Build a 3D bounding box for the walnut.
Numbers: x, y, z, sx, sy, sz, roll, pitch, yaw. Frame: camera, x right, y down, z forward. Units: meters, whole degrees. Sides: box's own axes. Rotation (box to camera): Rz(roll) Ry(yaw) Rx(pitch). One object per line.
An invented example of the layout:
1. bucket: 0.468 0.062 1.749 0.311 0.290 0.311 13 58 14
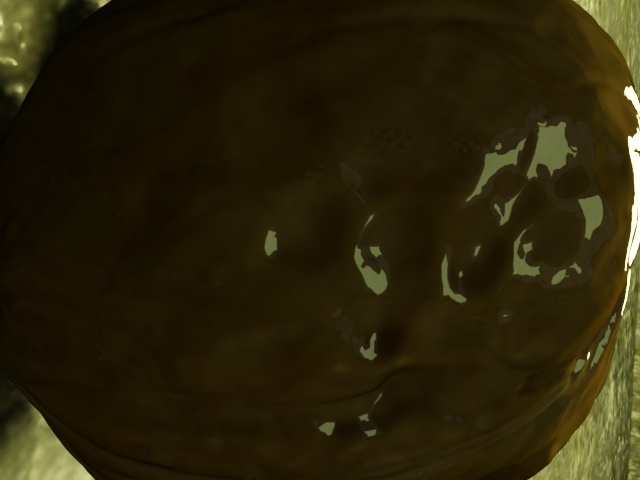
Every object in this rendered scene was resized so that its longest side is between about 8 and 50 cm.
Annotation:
1. walnut: 0.000 0.000 0.754 0.308 0.398 0.354 -116 -158 -45
